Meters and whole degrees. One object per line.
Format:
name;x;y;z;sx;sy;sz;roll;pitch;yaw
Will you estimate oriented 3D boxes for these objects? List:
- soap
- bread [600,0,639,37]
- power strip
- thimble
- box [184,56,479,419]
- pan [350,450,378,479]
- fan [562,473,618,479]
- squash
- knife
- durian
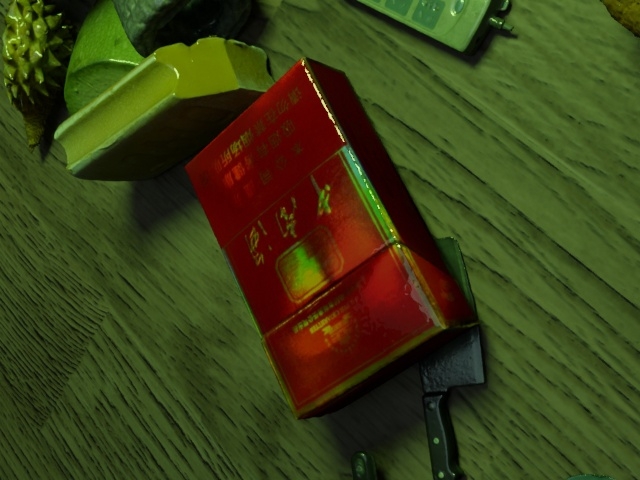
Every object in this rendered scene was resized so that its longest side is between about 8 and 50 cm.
soap;-0.176;-0.147;0.927;0.232;0.140;0.073;-27;79;30
bread;0.317;-0.245;0.600;0.239;0.139;0.240;1;91;33
power strip;0.097;-0.256;0.810;0.226;0.029;0.080;35;109;28
thimble;-0.159;-0.276;0.911;0.150;0.150;0.098;-36;71;28
box;0.000;-0.001;0.835;0.197;0.089;0.313;-37;69;28
pan;0.061;0.334;0.842;0.136;0.028;0.235;-5;91;33
fan;0.270;0.290;0.718;0.175;0.005;0.113;49;115;23
squash;-0.277;-0.240;1.025;0.191;0.085;0.184;-18;82;31
knife;0.127;0.120;0.803;0.072;0.019;0.246;-11;82;33
durian;-0.375;-0.226;1.093;0.078;0.140;0.224;2;115;-8
